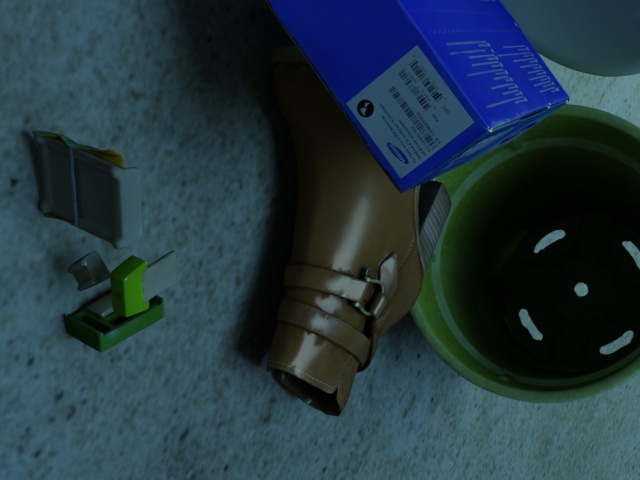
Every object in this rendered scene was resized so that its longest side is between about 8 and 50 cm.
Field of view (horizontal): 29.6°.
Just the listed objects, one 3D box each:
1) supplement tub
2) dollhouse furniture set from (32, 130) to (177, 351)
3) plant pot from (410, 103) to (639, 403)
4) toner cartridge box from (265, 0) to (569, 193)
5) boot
[{"bbox_3d":[0.319,-0.345,1.198,0.325,0.235,0.235,-55,140,-32],"label":"supplement tub"},{"bbox_3d":[-0.131,-0.005,0.773,0.058,0.076,0.152,-34,137,-44],"label":"dollhouse furniture set"},{"bbox_3d":[0.246,0.033,1.210,0.254,0.276,0.276,31,74,-67],"label":"plant pot"},{"bbox_3d":[0.088,-0.141,0.905,0.165,0.075,0.348,57,22,3],"label":"toner cartridge box"},{"bbox_3d":[0.000,0.000,0.963,0.220,0.109,0.283,-62,151,-18],"label":"boot"}]
